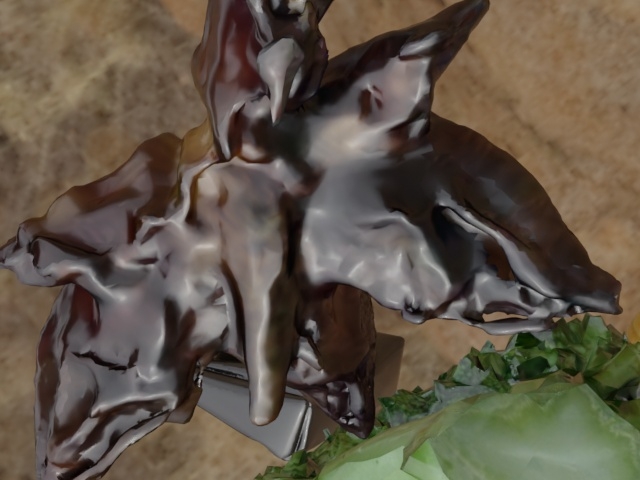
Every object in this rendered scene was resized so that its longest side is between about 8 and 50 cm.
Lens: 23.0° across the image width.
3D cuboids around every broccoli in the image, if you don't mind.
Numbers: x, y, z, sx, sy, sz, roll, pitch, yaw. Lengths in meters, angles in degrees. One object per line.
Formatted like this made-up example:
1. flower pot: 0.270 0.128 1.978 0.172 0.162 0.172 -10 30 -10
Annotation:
1. broccoli: 0.086 0.160 0.618 0.308 0.308 0.275 38 155 18

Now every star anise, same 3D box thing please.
1. star anise: -0.001 -0.002 0.427 0.157 0.053 0.212 30 108 -26

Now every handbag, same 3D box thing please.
1. handbag: -0.057 0.152 1.930 0.257 0.285 0.113 17 109 24

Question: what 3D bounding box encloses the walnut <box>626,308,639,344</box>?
1. walnut: 0.391 0.140 1.501 0.225 0.193 0.193 39 136 9
